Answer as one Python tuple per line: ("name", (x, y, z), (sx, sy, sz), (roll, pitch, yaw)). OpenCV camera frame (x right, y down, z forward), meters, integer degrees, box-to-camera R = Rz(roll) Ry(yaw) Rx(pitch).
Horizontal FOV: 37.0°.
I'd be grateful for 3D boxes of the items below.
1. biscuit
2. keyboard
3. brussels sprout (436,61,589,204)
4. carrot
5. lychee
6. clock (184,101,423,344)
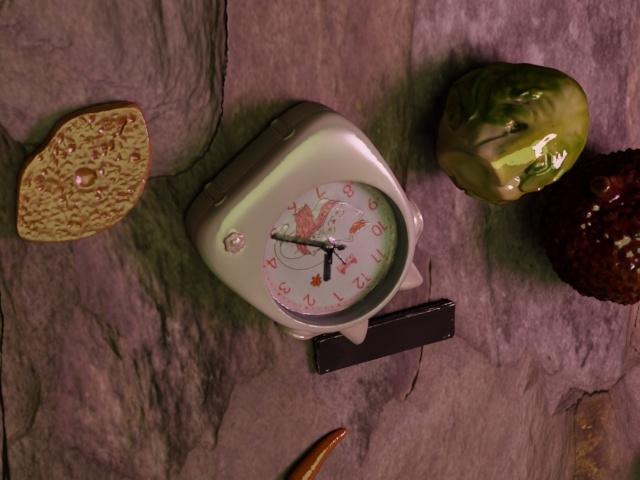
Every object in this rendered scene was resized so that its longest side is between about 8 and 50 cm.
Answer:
("biscuit", (-0.292, -0.080, 1.191), (0.142, 0.029, 0.220), (37, 93, -29))
("keyboard", (0.098, 0.144, 1.450), (0.231, 0.023, 0.072), (-14, 122, -16))
("brussels sprout", (0.260, -0.148, 1.293), (0.223, 0.223, 0.161), (-38, 136, -4))
("carrot", (-0.009, 0.343, 1.481), (0.142, 0.035, 0.035), (-49, 120, -3))
("lychee", (0.447, -0.015, 1.413), (0.236, 0.236, 0.271), (-45, 146, 0))
("clock", (0.000, 0.000, 1.300), (0.265, 0.108, 0.324), (-43, 121, -3))
